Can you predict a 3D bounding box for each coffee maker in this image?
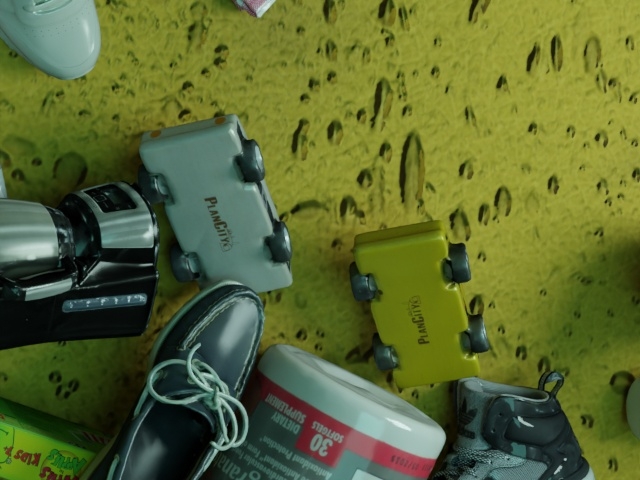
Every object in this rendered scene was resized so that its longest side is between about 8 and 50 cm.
[{"bbox_3d":[-0.232,0.034,1.341,0.178,0.120,0.171,-3,143,-37],"label":"coffee maker"}]

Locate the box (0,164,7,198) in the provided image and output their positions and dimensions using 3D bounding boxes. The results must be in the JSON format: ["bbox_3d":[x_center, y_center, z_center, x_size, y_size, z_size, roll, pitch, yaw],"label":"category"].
[{"bbox_3d":[-0.324,-0.082,1.300,0.145,0.038,0.186,-21,122,-25],"label":"box"}]

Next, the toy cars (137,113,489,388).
[{"bbox_3d":[0.000,0.000,1.458,0.393,0.087,0.176,26,128,-25],"label":"toy cars"}]

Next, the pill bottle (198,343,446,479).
[{"bbox_3d":[-0.037,0.264,1.460,0.176,0.176,0.318,26,91,-27],"label":"pill bottle"}]

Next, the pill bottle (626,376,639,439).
[{"bbox_3d":[0.375,0.164,1.670,0.137,0.078,0.078,2,102,-23],"label":"pill bottle"}]

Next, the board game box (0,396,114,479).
[{"bbox_3d":[-0.236,0.169,1.396,0.181,0.092,0.043,23,92,-26],"label":"board game box"}]

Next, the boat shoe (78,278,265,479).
[{"bbox_3d":[-0.113,0.140,1.365,0.095,0.079,0.254,45,66,-20],"label":"boat shoe"}]

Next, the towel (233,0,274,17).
[{"bbox_3d":[-0.067,-0.298,1.390,0.144,0.029,0.197,-46,116,-8],"label":"towel"}]

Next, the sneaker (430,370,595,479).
[{"bbox_3d":[0.127,0.213,1.565,0.268,0.101,0.153,-21,110,-24],"label":"sneaker"}]

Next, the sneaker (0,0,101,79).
[{"bbox_3d":[-0.227,-0.227,1.302,0.090,0.095,0.235,-29,114,-17],"label":"sneaker"}]
